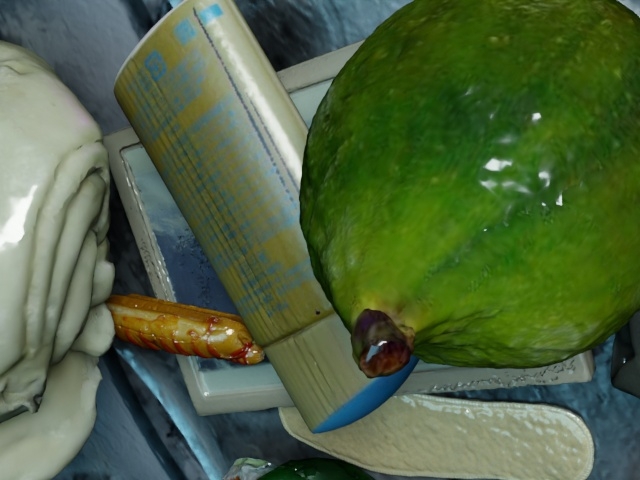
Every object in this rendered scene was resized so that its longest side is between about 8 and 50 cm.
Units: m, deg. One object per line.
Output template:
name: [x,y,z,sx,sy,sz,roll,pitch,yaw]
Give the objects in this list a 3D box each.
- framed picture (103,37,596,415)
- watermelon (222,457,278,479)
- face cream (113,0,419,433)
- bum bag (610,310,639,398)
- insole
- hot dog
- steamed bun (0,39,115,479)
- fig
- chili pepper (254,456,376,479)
framed picture: [0.000,0.000,0.594,0.334,0.022,0.248,-12,99,33]
watermelon: [-0.086,0.259,0.692,0.071,0.139,0.187,31,126,51]
face cream: [-0.033,-0.009,0.550,0.139,0.067,0.285,-31,88,50]
bum bag: [0.275,-0.014,0.411,0.142,0.080,0.326,48,121,-3]
insole: [0.075,0.143,0.617,0.247,0.011,0.081,-1,108,29]
hot dog: [-0.106,0.068,0.630,0.144,0.062,0.038,9,89,26]
steamed bun: [-0.304,0.022,0.602,0.352,0.247,0.339,36,127,40]
fig: [0.058,-0.021,0.396,0.203,0.235,0.203,14,115,34]
chili pepper: [0.007,0.294,0.571,0.233,0.256,0.249,20,116,28]
